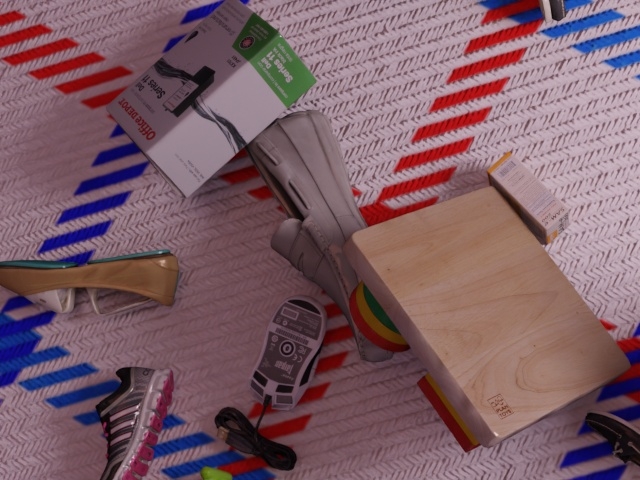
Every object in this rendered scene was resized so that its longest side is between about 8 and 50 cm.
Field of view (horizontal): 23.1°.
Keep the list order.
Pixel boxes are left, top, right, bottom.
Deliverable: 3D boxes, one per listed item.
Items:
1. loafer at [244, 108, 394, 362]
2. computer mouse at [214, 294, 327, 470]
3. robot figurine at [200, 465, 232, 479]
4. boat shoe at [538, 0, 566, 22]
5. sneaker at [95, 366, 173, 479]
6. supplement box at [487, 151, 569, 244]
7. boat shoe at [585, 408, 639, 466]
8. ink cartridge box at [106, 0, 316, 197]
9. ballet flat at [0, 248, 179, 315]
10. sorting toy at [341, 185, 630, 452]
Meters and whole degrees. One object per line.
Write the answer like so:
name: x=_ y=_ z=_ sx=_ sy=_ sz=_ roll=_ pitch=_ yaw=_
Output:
loafer: x=0.000 y=0.000 z=1.774 sx=0.111 sy=0.112 sz=0.319 roll=-18 pitch=63 yaw=-7
computer mouse: x=-0.042 y=0.156 z=1.779 sx=0.106 sy=0.042 sz=0.193 roll=23 pitch=86 yaw=21
robot figurine: x=-0.120 y=0.303 z=1.738 sx=0.115 sy=0.067 sz=0.101 roll=4 pitch=75 yaw=12
boat shoe: x=0.288 y=-0.366 z=1.836 sx=0.079 sy=0.084 sz=0.233 roll=2 pitch=72 yaw=12
sneaker: x=-0.227 y=0.217 z=1.786 sx=0.074 sy=0.063 sz=0.170 roll=15 pitch=73 yaw=14
supplement box: x=0.235 y=-0.048 z=1.769 sx=0.036 sy=0.062 sz=0.098 roll=-42 pitch=72 yaw=-4
boat shoe: x=0.337 y=0.224 z=1.685 sx=0.125 sy=0.046 sz=0.038 roll=30 pitch=77 yaw=9
ink cartridge box: x=-0.131 y=-0.169 z=1.827 sx=0.208 sy=0.087 sz=0.153 roll=-43 pitch=37 yaw=-2
ballet flat: x=-0.280 y=0.054 z=1.835 sx=0.232 sy=0.080 sz=0.073 roll=-4 pitch=89 yaw=11
sorting toy: x=0.162 y=0.089 z=1.665 sx=0.255 sy=0.257 sz=0.089 roll=54 pitch=132 yaw=16
